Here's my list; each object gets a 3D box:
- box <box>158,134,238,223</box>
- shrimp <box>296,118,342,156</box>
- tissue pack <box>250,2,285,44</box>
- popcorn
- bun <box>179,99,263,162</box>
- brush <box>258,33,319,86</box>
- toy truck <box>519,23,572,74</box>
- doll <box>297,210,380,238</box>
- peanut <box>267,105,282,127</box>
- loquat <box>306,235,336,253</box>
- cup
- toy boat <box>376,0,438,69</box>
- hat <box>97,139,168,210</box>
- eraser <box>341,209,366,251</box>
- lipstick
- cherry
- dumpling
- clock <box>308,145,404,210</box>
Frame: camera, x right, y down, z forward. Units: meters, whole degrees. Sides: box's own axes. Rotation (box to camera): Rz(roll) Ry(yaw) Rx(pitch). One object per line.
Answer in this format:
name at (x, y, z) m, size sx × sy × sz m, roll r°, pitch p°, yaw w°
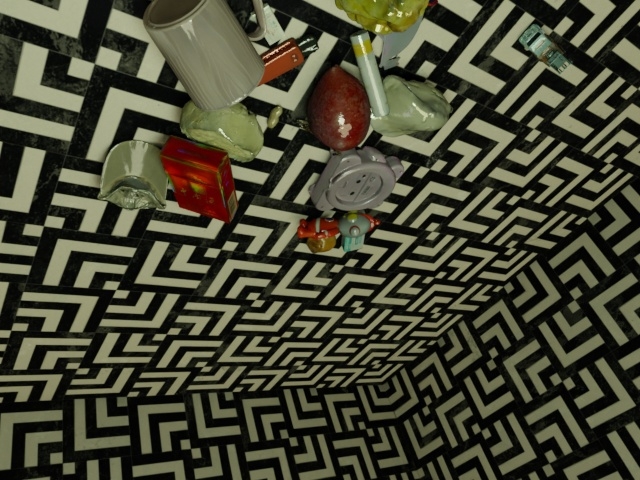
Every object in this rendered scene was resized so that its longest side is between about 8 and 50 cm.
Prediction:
box at (-0.386, -0.189, 1.656) m, size 0.197 × 0.089 × 0.313 m, roll 18°, pitch 153°, yaw 7°
shrimp at (0.005, -0.342, 1.731) m, size 0.195 × 0.148 × 0.035 m, roll 25°, pitch 116°, yaw -43°
tissue pack at (-0.145, -0.601, 1.418) m, size 0.056 × 0.023 × 0.108 m, roll -27°, pitch 144°, yaw 8°
popcorn at (0.148, -0.667, 1.295) m, size 0.286 × 0.215 × 0.252 m, roll 27°, pitch 123°, yaw 2°
bun at (-0.292, -0.350, 1.533) m, size 0.259 × 0.259 × 0.152 m, roll 25°, pitch 83°, yaw -45°
brush at (-0.155, -0.518, 1.506) m, size 0.323 × 0.051 × 0.070 m, roll -27°, pitch 151°, yaw 3°
toy truck at (0.768, -0.653, 1.741) m, size 0.177 × 0.115 × 0.080 m, roll 15°, pitch 131°, yaw -38°
doll at (0.076, -0.063, 2.077) m, size 0.335 × 0.200 × 0.106 m, roll -4°, pitch 112°, yaw 8°
peanut at (-0.150, -0.404, 1.663) m, size 0.037 × 0.037 × 0.083 m, roll 6°, pitch 139°, yaw -33°
loquat at (0.000, 0.000, 2.215) m, size 0.137 × 0.113 × 0.137 m, roll -29°, pitch 168°, yaw -7°
cup at (-0.267, -0.511, 1.310) m, size 0.288 × 0.209 × 0.273 m, roll -19°, pitch 144°, yaw 12°
toy boat at (0.251, -0.652, 1.524) m, size 0.219 × 0.072 × 0.318 m, roll -24°, pitch 148°, yaw 8°
hat at (-0.605, -0.206, 1.670) m, size 0.214 × 0.149 × 0.245 m, roll 11°, pitch 98°, yaw -26°
eraser at (0.150, -0.039, 2.280) m, size 0.095 × 0.052 × 0.225 m, roll -11°, pitch 144°, yaw -10°
lipstick at (0.155, -0.511, 1.579) m, size 0.059 × 0.059 × 0.264 m, roll -22°, pitch 121°, yaw 1°
cherry at (0.067, -0.412, 1.606) m, size 0.205 × 0.240 × 0.239 m, roll 21°, pitch 130°, yaw -19°
dumpling at (0.310, -0.425, 1.738) m, size 0.317 × 0.187 × 0.243 m, roll 18°, pitch 130°, yaw -37°
clock at (0.143, -0.233, 1.974) m, size 0.321 × 0.114 × 0.296 m, roll 1°, pitch 139°, yaw -30°
